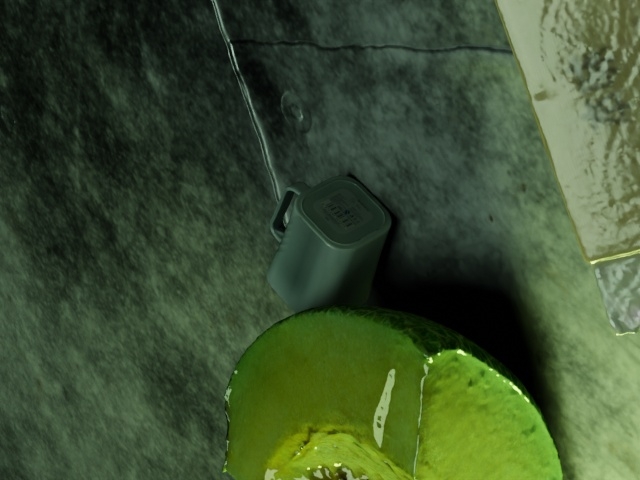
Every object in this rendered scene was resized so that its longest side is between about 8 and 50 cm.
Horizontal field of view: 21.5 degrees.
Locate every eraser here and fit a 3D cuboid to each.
[{"bbox_3d":[0.240,-0.103,1.291,0.144,0.078,0.343,-15,104,25],"label":"eraser"}]

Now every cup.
[{"bbox_3d":[0.000,0.000,1.756,0.128,0.095,0.129,47,143,23],"label":"cup"}]

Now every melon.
[{"bbox_3d":[0.047,0.195,1.716,0.343,0.226,0.331,22,162,47],"label":"melon"}]
